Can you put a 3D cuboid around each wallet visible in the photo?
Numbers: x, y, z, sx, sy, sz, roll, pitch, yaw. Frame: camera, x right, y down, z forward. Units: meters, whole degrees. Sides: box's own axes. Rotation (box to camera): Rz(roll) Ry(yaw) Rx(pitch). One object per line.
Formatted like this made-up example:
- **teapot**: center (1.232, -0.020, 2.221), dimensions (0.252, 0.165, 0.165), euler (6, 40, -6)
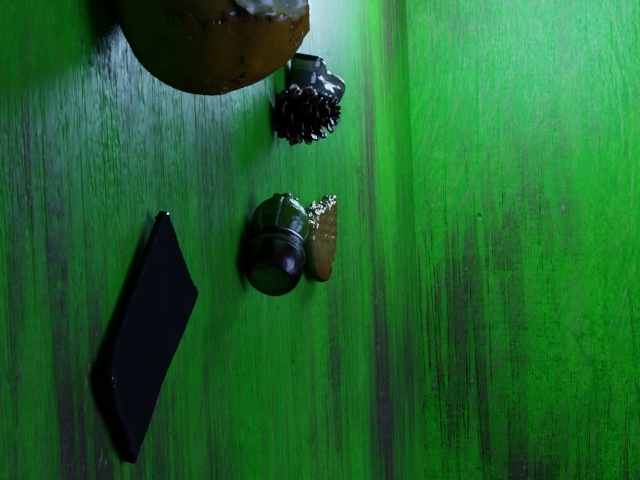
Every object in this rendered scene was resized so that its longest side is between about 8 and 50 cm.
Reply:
- **wallet**: center (-0.194, 0.106, 1.553), dimensions (0.285, 0.030, 0.146), euler (-76, 163, -48)

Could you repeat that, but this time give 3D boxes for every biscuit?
- **biscuit**: center (-0.001, 0.000, 2.439), dimensions (0.224, 0.033, 0.144), euler (-54, 142, -70)

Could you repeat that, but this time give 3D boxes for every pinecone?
- **pinecone**: center (-0.020, -0.204, 2.210), dimensions (0.102, 0.109, 0.102), euler (-11, 90, -69)

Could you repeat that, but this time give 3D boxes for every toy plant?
- **toy plant**: center (-0.062, -0.001, 2.027), dimensions (0.093, 0.092, 0.162), euler (75, 18, -45)

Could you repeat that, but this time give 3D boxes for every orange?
- **orange**: center (-0.118, -0.278, 1.514), dimensions (0.240, 0.240, 0.240), euler (-2, 90, -78)

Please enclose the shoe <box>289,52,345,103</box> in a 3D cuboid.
- **shoe**: center (-0.012, -0.258, 2.371), dimensions (0.194, 0.074, 0.077), euler (42, 59, -70)
